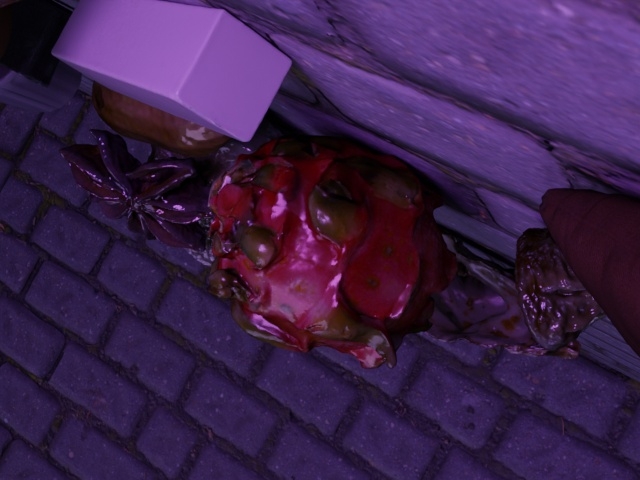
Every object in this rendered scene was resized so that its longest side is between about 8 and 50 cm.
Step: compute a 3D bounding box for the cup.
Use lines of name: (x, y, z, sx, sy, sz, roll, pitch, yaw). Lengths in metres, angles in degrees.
cup: (-0.516, -0.321, 1.341, 0.221, 0.167, 0.202, 51, -173, 12)

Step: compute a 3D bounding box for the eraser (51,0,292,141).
eraser: (-0.145, -0.164, 0.728, 0.076, 0.078, 0.298, 30, 178, -39)

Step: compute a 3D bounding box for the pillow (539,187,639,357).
pillow: (0.283, 0.080, 0.413, 0.307, 0.108, 0.305, 31, -177, -16)

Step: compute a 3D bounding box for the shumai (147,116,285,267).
shumai: (-0.101, -0.107, 1.114, 0.225, 0.222, 0.261, 29, 144, 16)

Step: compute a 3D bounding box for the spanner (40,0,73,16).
spanner: (-0.312, -0.287, 1.045, 0.208, 0.012, 0.046, 29, 180, 12)

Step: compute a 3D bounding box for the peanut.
peanut: (-0.168, -0.158, 0.903, 0.110, 0.120, 0.236, -17, -153, -42)

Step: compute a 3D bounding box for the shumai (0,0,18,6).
shumai: (-0.392, -0.199, 0.635, 0.267, 0.262, 0.314, 28, 177, 8)

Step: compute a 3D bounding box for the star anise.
star anise: (-0.216, -0.056, 1.020, 0.212, 0.073, 0.197, 19, 147, 11)

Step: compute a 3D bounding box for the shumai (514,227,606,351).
shumai: (0.225, 0.033, 0.711, 0.087, 0.124, 0.099, -19, 124, 33)

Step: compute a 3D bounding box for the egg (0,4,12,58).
egg: (-0.461, -0.266, 0.951, 0.244, 0.201, 0.201, 13, 169, 39)

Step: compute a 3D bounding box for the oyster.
oyster: (0.227, 0.078, 1.219, 0.341, 0.166, 0.110, 20, 179, 19)

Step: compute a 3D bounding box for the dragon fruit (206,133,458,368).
dragon fruit: (0.018, 0.010, 0.882, 0.302, 0.231, 0.237, 16, 176, -39)

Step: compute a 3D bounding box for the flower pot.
flower pot: (-0.457, -0.311, 1.126, 0.229, 0.108, 0.103, 30, 179, -2)
